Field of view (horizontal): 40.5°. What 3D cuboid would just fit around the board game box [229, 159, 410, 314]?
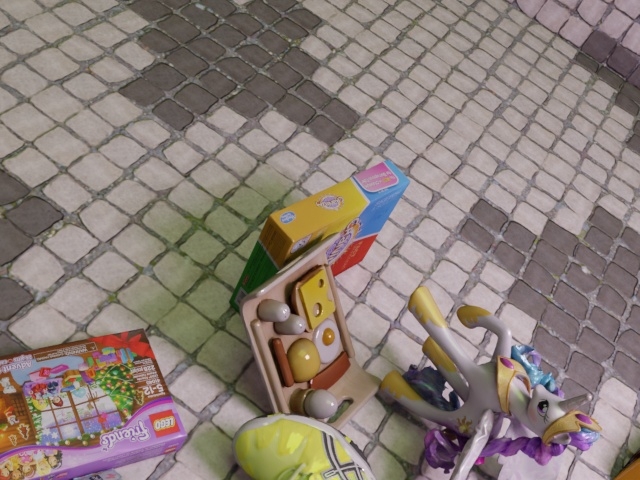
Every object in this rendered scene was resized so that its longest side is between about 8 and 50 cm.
[{"bbox_3d":[0.000,0.000,1.569,0.317,0.242,0.064,-28,66,-41],"label":"board game box"}]

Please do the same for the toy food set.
[{"bbox_3d":[0.001,0.165,1.424,0.092,0.306,0.220,4,29,39],"label":"toy food set"}]

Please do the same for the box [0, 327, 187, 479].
[{"bbox_3d":[-0.370,0.250,1.287,0.293,0.057,0.201,-9,57,-33],"label":"box"}]

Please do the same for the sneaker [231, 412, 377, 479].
[{"bbox_3d":[0.029,0.395,1.272,0.385,0.145,0.147,35,13,8],"label":"sneaker"}]

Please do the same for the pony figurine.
[{"bbox_3d":[0.263,0.293,1.414,0.303,0.350,0.363,-11,38,-38],"label":"pony figurine"}]

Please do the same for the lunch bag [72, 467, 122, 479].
[{"bbox_3d":[-0.311,0.363,1.222,0.071,0.053,0.083,-6,45,-33],"label":"lunch bag"}]

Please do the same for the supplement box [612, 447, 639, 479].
[{"bbox_3d":[0.688,0.441,1.607,0.194,0.129,0.191,-27,67,-41],"label":"supplement box"}]
